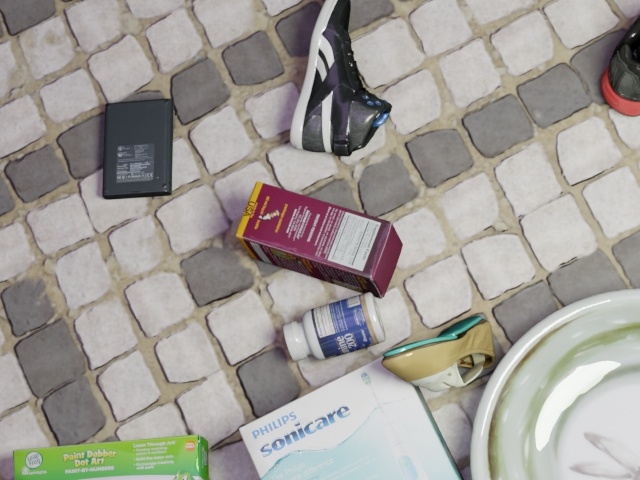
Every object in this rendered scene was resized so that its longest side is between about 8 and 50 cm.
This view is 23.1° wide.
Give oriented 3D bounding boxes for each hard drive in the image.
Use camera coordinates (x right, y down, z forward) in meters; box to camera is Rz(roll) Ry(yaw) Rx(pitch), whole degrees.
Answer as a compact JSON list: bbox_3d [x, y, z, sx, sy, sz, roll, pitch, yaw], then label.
[{"bbox_3d":[-0.247,-0.125,2.126,0.094,0.022,0.135,-3,73,10],"label":"hard drive"}]

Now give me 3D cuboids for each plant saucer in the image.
[{"bbox_3d":[0.379,0.258,1.838,0.400,0.100,0.400,-4,70,12],"label":"plant saucer"}]

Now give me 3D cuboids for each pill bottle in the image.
[{"bbox_3d":[0.017,0.113,1.978,0.120,0.067,0.067,-17,71,6],"label":"pill bottle"}]

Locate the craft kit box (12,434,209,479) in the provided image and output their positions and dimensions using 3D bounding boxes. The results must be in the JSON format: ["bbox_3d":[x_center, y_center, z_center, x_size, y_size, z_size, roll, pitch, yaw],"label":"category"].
[{"bbox_3d":[-0.262,0.376,1.965,0.250,0.061,0.246,-5,75,10],"label":"craft kit box"}]

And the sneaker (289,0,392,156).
[{"bbox_3d":[0.043,-0.214,2.071,0.121,0.079,0.217,12,85,11],"label":"sneaker"}]

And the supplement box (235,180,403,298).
[{"bbox_3d":[0.000,0.000,1.996,0.188,0.104,0.081,17,77,15],"label":"supplement box"}]

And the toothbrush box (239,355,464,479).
[{"bbox_3d":[0.065,0.315,1.877,0.216,0.126,0.295,-28,71,3],"label":"toothbrush box"}]

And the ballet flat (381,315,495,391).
[{"bbox_3d":[0.152,0.143,1.867,0.080,0.232,0.073,-19,87,33],"label":"ballet flat"}]

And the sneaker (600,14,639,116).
[{"bbox_3d":[0.475,-0.264,1.963,0.276,0.135,0.097,-32,68,-1],"label":"sneaker"}]
